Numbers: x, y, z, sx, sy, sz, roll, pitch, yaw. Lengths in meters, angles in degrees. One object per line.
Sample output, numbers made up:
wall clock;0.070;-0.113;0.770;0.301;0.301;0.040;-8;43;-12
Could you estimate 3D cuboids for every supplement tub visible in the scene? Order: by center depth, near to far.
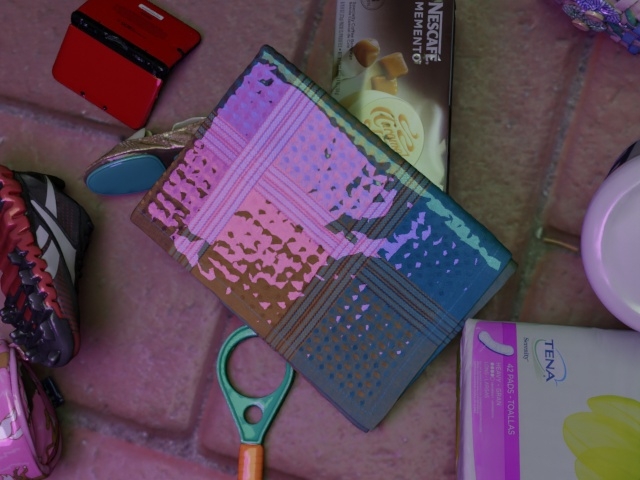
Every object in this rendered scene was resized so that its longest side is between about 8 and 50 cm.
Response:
supplement tub;0.376;-0.018;1.348;0.191;0.272;0.191;4;103;17

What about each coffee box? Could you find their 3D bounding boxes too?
coffee box;0.084;-0.158;1.521;0.141;0.098;0.247;3;81;8

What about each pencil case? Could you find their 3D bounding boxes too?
pencil case;-0.492;0.240;1.494;0.386;0.167;0.160;-18;118;4

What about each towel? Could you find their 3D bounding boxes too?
towel;0.000;0.000;1.461;0.370;0.040;0.271;41;107;2

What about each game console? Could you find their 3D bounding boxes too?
game console;-0.240;-0.230;1.621;0.144;0.085;0.124;32;54;11

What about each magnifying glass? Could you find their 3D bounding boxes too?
magnifying glass;-0.078;0.211;1.513;0.092;0.026;0.231;1;81;7

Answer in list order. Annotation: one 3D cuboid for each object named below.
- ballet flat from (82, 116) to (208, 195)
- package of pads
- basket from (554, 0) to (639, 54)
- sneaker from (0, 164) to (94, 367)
ballet flat;-0.184;-0.107;1.573;0.206;0.073;0.067;-12;51;2
package of pads;0.255;0.223;1.341;0.229;0.101;0.297;4;53;0
basket;0.319;-0.354;1.450;0.201;0.255;0.289;-39;89;1
sneaker;-0.313;0.023;1.516;0.098;0.135;0.276;-53;52;39
